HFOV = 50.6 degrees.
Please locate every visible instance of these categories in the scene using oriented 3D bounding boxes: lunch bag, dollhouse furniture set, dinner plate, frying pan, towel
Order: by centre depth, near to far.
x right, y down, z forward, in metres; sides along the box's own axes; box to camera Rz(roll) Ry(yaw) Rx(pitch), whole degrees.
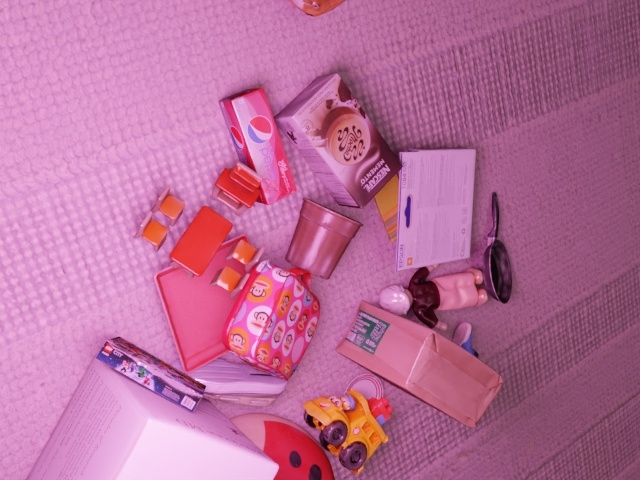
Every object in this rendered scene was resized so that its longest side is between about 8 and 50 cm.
[{"bbox_3d":[-0.238,-0.041,1.512,0.262,0.135,0.259,34,62,-10],"label":"dollhouse furniture set"},{"bbox_3d":[-0.097,0.179,1.595,0.258,0.120,0.293,-64,156,-16],"label":"lunch bag"},{"bbox_3d":[0.190,-0.121,1.876,0.102,0.021,0.237,-35,114,-27],"label":"towel"},{"bbox_3d":[0.120,0.448,1.939,0.141,0.017,0.141,-7,104,-30],"label":"dinner plate"},{"bbox_3d":[0.523,0.037,2.060,0.197,0.053,0.326,-38,114,-54],"label":"frying pan"}]

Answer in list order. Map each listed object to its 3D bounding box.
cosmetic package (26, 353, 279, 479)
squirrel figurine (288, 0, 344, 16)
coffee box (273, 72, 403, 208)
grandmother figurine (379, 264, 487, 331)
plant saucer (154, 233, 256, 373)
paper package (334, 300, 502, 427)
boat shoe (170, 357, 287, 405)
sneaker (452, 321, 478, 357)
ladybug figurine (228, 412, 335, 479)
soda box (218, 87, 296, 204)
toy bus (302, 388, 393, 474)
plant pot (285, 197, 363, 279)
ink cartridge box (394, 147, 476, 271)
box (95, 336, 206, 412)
[{"bbox_3d":[-0.365,0.495,1.429,0.329,0.393,0.328,33,82,-32],"label":"cosmetic package"},{"bbox_3d":[-0.034,-0.706,1.488,0.370,0.281,0.397,26,88,-39],"label":"squirrel figurine"},{"bbox_3d":[0.047,-0.244,1.694,0.168,0.119,0.297,-47,115,-16],"label":"coffee box"},{"bbox_3d":[0.324,0.163,1.967,0.342,0.104,0.208,-3,68,-27],"label":"grandmother figurine"},{"bbox_3d":[-0.258,0.145,1.617,0.259,0.047,0.259,-26,112,-35],"label":"plant saucer"},{"bbox_3d":[0.257,0.326,1.817,0.309,0.324,0.168,36,81,-32],"label":"paper package"},{"bbox_3d":[-0.226,0.356,1.657,0.302,0.109,0.094,13,115,-24],"label":"boat shoe"},{"bbox_3d":[0.453,0.328,2.093,0.084,0.058,0.152,12,97,-27],"label":"sneaker"},{"bbox_3d":[-0.117,0.623,1.741,0.449,0.162,0.305,35,80,-31],"label":"ladybug figurine"},{"bbox_3d":[-0.147,-0.222,1.612,0.092,0.083,0.263,-28,112,-24],"label":"soda box"},{"bbox_3d":[0.088,0.484,1.840,0.211,0.149,0.220,-39,115,-14],"label":"toy bus"},{"bbox_3d":[0.000,0.000,1.706,0.166,0.167,0.165,21,95,-32],"label":"plant pot"},{"bbox_3d":[0.305,-0.094,1.894,0.330,0.071,0.324,-7,103,-40],"label":"ink cartridge box"},{"bbox_3d":[-0.363,0.288,1.478,0.233,0.159,0.044,31,83,-4],"label":"box"}]
